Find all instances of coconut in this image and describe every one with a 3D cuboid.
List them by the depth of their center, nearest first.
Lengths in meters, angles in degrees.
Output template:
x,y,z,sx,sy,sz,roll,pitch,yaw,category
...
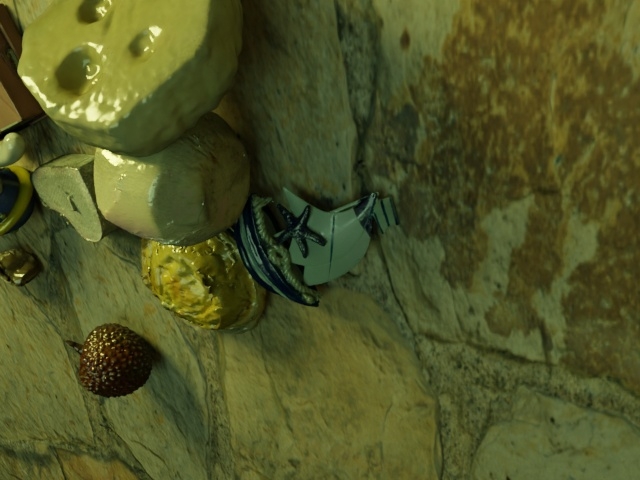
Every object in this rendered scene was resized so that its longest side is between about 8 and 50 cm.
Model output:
x,y,z,sx,sy,sz,roll,pitch,yaw,category
-0.242,-0.105,0.937,0.230,0.227,0.227,12,123,20,coconut

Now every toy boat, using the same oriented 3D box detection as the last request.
x,y,z,sx,sy,sz,roll,pitch,yaw,category
-0.026,-0.017,0.972,0.210,0.070,0.291,40,127,-2,toy boat

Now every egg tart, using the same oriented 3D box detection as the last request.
x,y,z,sx,sy,sz,roll,pitch,yaw,category
-0.233,0.068,1.114,0.290,0.107,0.291,14,124,22,egg tart

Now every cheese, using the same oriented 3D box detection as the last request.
x,y,z,sx,sy,sz,roll,pitch,yaw,category
-0.257,-0.268,0.817,0.326,0.318,0.115,5,164,20,cheese

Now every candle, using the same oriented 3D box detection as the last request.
x,y,z,sx,sy,sz,roll,pitch,yaw,category
-0.474,-0.099,1.181,0.192,0.068,0.168,42,133,0,candle

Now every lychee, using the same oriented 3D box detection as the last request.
x,y,z,sx,sy,sz,roll,pitch,yaw,category
-0.472,0.264,1.335,0.197,0.165,0.165,17,130,-11,lychee

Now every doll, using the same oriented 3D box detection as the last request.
x,y,z,sx,sy,sz,roll,pitch,yaw,category
-0.675,-0.126,1.220,0.311,0.160,0.242,-29,138,18,doll

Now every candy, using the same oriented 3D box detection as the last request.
x,y,z,sx,sy,sz,roll,pitch,yaw,category
-0.727,0.063,1.420,0.110,0.085,0.095,-10,119,45,candy

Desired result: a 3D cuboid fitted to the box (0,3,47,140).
x,y,z,sx,sy,sz,roll,pitch,yaw,category
-0.634,-0.303,1.141,0.215,0.086,0.215,-10,113,35,box
